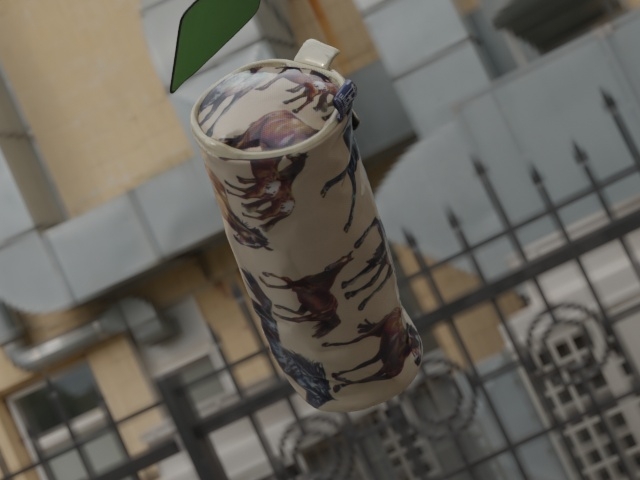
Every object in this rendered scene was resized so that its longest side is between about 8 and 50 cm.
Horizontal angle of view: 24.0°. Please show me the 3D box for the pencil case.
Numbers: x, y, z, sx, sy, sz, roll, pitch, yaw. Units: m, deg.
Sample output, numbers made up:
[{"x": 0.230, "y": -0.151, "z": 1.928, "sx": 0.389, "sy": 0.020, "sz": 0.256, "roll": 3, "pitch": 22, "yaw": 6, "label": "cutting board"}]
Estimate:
[{"x": 0.000, "y": 0.000, "z": 1.592, "sx": 0.183, "sy": 0.410, "sz": 0.160, "roll": -38, "pitch": 44, "yaw": -22, "label": "pencil case"}]

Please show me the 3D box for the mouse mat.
[{"x": -0.120, "y": -0.275, "z": 1.821, "sx": 0.190, "sy": 0.007, "sz": 0.152, "roll": -48, "pitch": -14, "yaw": -33, "label": "mouse mat"}]
